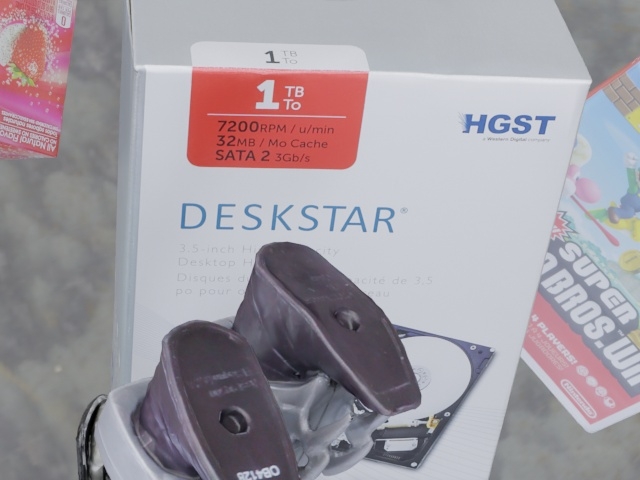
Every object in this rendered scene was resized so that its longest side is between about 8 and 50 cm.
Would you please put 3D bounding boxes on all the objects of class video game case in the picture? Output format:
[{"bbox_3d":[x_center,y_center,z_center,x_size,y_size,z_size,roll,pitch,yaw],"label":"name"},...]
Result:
[{"bbox_3d":[0.205,0.007,1.007,0.204,0.025,0.285,49,141,-3],"label":"video game case"}]

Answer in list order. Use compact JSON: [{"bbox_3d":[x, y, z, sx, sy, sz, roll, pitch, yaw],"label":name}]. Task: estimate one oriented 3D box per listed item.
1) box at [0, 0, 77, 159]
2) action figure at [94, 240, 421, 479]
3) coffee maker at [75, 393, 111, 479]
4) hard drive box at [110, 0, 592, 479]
[{"bbox_3d":[-0.297,-0.133,0.997,0.128,0.257,0.123,0,80,37],"label":"box"},{"bbox_3d":[-0.076,0.130,0.570,0.099,0.185,0.285,52,132,19],"label":"action figure"},{"bbox_3d":[-0.077,0.191,1.129,0.178,0.120,0.171,-2,123,6],"label":"coffee maker"},{"bbox_3d":[0.000,0.000,0.679,0.181,0.089,0.232,0,128,-9],"label":"hard drive box"}]
